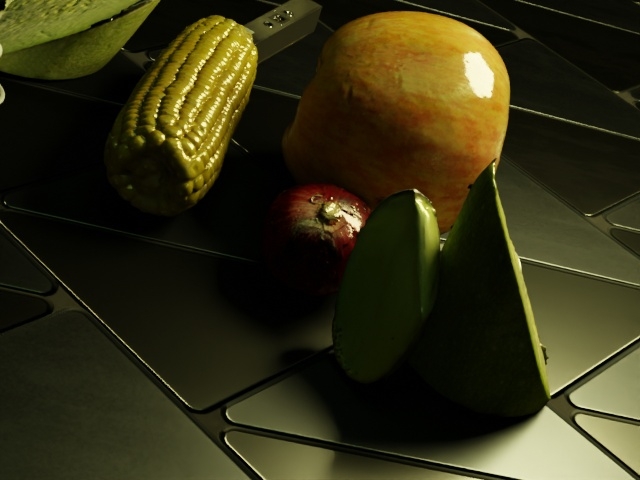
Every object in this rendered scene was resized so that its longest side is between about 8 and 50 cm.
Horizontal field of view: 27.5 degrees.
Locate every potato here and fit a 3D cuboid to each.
[{"bbox_3d":[0.075,0.048,1.313,0.054,0.198,0.119,11,-3,-44],"label":"potato"}]

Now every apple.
[{"bbox_3d":[0.081,-0.135,1.494,0.264,0.264,0.264,14,35,-10],"label":"apple"}]

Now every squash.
[{"bbox_3d":[-0.294,-0.298,1.614,0.204,0.155,0.237,19,36,-6],"label":"squash"},{"bbox_3d":[0.197,0.059,1.293,0.169,0.252,0.093,15,37,-8],"label":"squash"}]

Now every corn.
[{"bbox_3d":[-0.152,-0.151,1.507,0.131,0.131,0.344,20,33,-1],"label":"corn"}]

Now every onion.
[{"bbox_3d":[0.000,0.000,1.393,0.131,0.131,0.131,14,35,-10],"label":"onion"}]

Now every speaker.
[{"bbox_3d":[-0.063,-0.290,1.811,0.040,0.046,0.191,30,36,15],"label":"speaker"}]

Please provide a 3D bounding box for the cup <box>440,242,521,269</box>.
[{"bbox_3d":[0.161,0.032,1.466,0.099,0.074,0.102,7,37,-19],"label":"cup"}]

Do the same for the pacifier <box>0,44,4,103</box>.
[{"bbox_3d":[-0.387,-0.198,1.495,0.081,0.078,0.099,25,28,-33],"label":"pacifier"}]
